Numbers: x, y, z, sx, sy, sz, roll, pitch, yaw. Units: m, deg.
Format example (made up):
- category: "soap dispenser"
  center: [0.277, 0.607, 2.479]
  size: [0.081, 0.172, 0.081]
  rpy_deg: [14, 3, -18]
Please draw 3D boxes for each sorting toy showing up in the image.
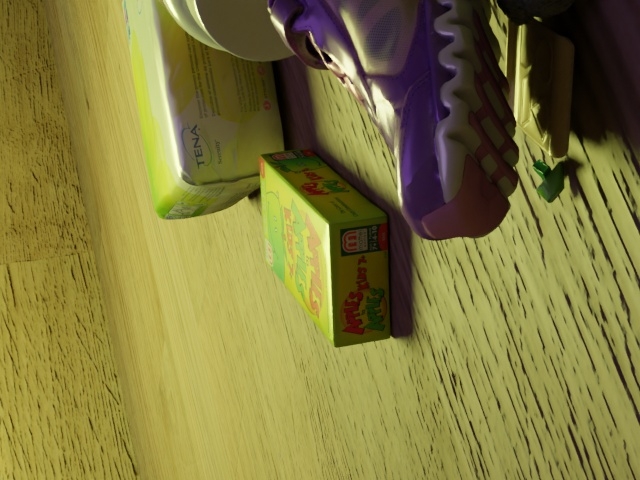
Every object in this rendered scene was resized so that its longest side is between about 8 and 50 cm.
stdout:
- category: "sorting toy"
  center: [0.104, -0.062, 0.597]
  size: [0.062, 0.012, 0.083]
  rpy_deg: [-125, 30, -63]

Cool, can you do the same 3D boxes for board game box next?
- category: "board game box"
  center: [0.000, 0.000, 0.938]
  size: [0.181, 0.043, 0.092]
  rpy_deg: [-133, 38, -64]

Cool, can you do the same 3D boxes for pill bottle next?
- category: "pill bottle"
  center: [-0.066, -0.206, 0.922]
  size: [0.221, 0.121, 0.121]
  rpy_deg: [-128, 33, -60]

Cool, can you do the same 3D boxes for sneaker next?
- category: "sneaker"
  center: [0.028, -0.099, 0.594]
  size: [0.095, 0.105, 0.236]
  rpy_deg: [55, -155, -58]

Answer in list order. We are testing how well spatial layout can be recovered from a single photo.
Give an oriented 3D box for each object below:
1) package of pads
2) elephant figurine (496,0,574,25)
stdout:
- category: "package of pads"
  center: [-0.115, -0.179, 1.152]
  size: [0.229, 0.101, 0.296]
  rpy_deg: [157, 103, -75]
- category: "elephant figurine"
  center: [0.066, -0.187, 0.443]
  size: [0.239, 0.169, 0.186]
  rpy_deg: [-98, 32, -79]
